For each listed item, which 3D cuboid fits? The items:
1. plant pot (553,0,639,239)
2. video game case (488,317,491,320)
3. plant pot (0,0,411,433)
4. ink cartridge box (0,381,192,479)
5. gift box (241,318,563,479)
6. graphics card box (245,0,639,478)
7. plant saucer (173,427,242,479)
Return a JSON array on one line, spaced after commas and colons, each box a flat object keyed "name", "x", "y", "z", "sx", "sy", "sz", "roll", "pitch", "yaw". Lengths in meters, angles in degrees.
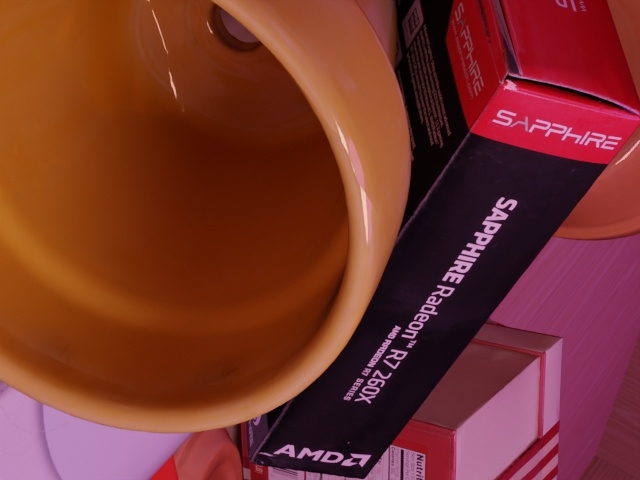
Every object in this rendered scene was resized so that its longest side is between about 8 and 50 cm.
[{"name": "plant pot", "x": 0.206, "y": -0.141, "z": 1.219, "sx": 0.291, "sy": 0.290, "sz": 0.203, "roll": -67, "pitch": 162, "yaw": 11}, {"name": "video game case", "x": 0.121, "y": 0.163, "z": 1.767, "sx": 0.210, "sy": 0.041, "sz": 0.232, "roll": -61, "pitch": 160, "yaw": 0}, {"name": "plant pot", "x": -0.067, "y": -0.073, "z": 0.747, "sx": 0.239, "sy": 0.254, "sz": 0.254, "roll": -62, "pitch": 168, "yaw": -57}, {"name": "ink cartridge box", "x": -0.160, "y": 0.192, "z": 0.940, "sx": 0.308, "sy": 0.091, "sz": 0.385, "roll": -46, "pitch": 142, "yaw": -40}, {"name": "gift box", "x": 0.070, "y": 0.189, "z": 1.392, "sx": 0.258, "sy": 0.276, "sz": 0.255, "roll": -27, "pitch": 127, "yaw": -53}, {"name": "graphics card box", "x": 0.049, "y": -0.044, "z": 0.919, "sx": 0.371, "sy": 0.094, "sz": 0.233, "roll": 122, "pitch": -29, "yaw": -43}, {"name": "plant saucer", "x": -0.107, "y": 0.243, "z": 1.231, "sx": 0.200, "sy": 0.037, "sz": 0.200, "roll": 11, "pitch": 90, "yaw": -77}]
